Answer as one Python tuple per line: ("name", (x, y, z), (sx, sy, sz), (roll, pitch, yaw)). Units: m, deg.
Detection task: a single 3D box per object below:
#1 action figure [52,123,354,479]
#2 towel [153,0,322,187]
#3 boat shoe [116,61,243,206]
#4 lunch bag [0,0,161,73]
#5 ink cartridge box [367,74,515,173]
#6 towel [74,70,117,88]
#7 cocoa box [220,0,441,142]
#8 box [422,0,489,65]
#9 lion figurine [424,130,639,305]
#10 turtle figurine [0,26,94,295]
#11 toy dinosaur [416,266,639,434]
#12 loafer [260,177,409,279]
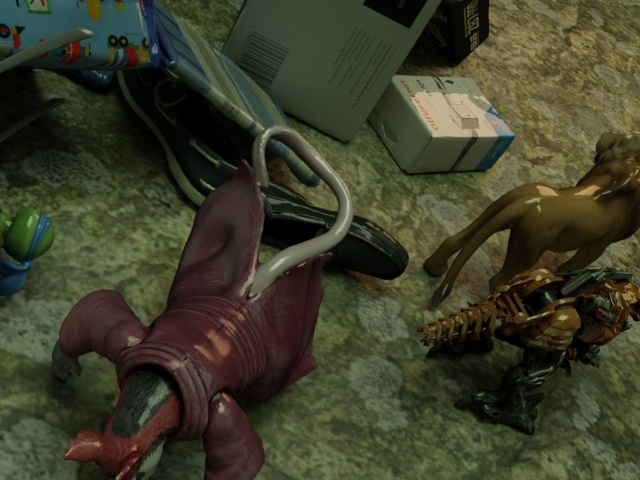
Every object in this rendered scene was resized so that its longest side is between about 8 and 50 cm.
("action figure", (-0.085, 0.099, 0.804), (0.248, 0.275, 0.370), (41, 25, -2))
("towel", (-0.118, -0.186, 1.117), (0.285, 0.034, 0.209), (36, 16, -45))
("boat shoe", (-0.170, -0.155, 1.116), (0.095, 0.079, 0.254), (4, 49, -50))
("lunch bag", (-0.347, -0.238, 0.956), (0.221, 0.293, 0.138), (-6, 95, -45))
("ink cartridge box", (0.185, -0.181, 1.404), (0.191, 0.082, 0.139), (-5, 54, -40))
("towel", (-0.313, -0.236, 1.151), (0.119, 0.029, 0.067), (30, 38, -8))
("cocoa box", (0.036, -0.365, 1.273), (0.232, 0.347, 0.228), (25, 40, -11))
("box", (0.126, -0.512, 1.546), (0.395, 0.097, 0.318), (48, -2, 14))
("lion figurine", (0.323, -0.030, 1.222), (0.392, 0.240, 0.142), (-20, 64, -44))
("turtle figurine", (-0.372, -0.096, 0.845), (0.266, 0.274, 0.198), (12, 10, -20))
("toy dinosaur", (0.242, 0.093, 1.059), (0.322, 0.218, 0.164), (17, 43, -21))
("loafer", (0.000, 0.000, 1.102), (0.223, 0.076, 0.078), (24, 45, -6))
